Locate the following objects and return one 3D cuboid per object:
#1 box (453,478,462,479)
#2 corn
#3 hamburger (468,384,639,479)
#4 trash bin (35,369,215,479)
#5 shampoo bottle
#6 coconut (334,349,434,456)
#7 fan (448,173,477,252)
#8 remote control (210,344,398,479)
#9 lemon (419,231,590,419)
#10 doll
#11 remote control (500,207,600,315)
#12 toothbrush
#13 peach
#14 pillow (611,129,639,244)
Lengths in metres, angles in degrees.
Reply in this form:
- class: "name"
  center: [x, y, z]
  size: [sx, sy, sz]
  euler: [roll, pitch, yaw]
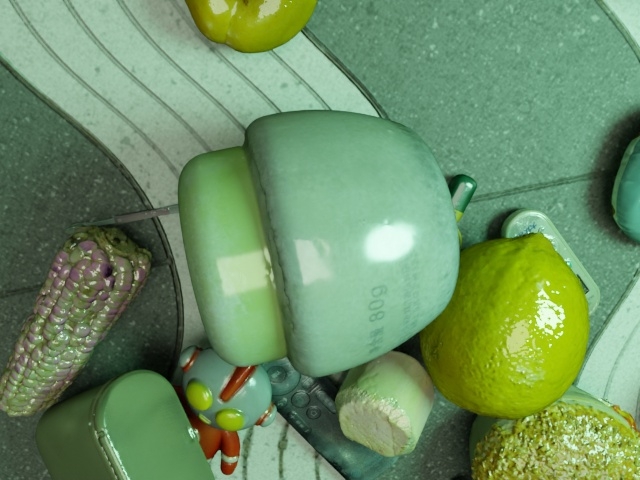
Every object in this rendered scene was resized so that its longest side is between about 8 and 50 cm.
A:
- class: "box"
  center: [0.252, 0.541, 0.890]
  size: [0.092, 0.124, 0.172]
  euler: [33, 103, -21]
- class: "corn"
  center: [-0.376, 0.127, 0.735]
  size: [0.126, 0.127, 0.335]
  euler: [32, 103, -11]
- class: "hamburger"
  center: [0.391, 0.374, 0.815]
  size: [0.294, 0.179, 0.276]
  euler: [-2, 103, -2]
- class: "trash bin"
  center: [-0.300, 0.327, 0.730]
  size: [0.247, 0.121, 0.243]
  euler: [-24, 91, 36]
- class: "shampoo bottle"
  center: [0.000, 0.000, 0.618]
  size: [0.317, 0.322, 0.323]
  euler: [-11, 106, -6]
- class: "coconut"
  center: [0.106, 0.246, 0.784]
  size: [0.147, 0.153, 0.147]
  euler: [14, 124, 21]
- class: "fan"
  center: [0.194, -0.030, 0.767]
  size: [0.082, 0.039, 0.155]
  euler: [25, 101, -9]
- class: "remote control"
  center: [-0.020, 0.273, 0.836]
  size: [0.107, 0.044, 0.377]
  euler: [-40, 104, 4]
- class: "lemon"
  center: [0.259, 0.128, 0.715]
  size: [0.235, 0.236, 0.263]
  euler: [-14, 101, 1]
- class: "doll"
  center: [-0.176, 0.269, 0.770]
  size: [0.199, 0.105, 0.336]
  euler: [40, 115, -2]
- class: "remote control"
  center: [0.369, 0.040, 0.795]
  size: [0.078, 0.042, 0.221]
  euler: [-40, 105, 7]
- class: "toothbrush"
  center: [-0.292, -0.034, 0.750]
  size: [0.194, 0.017, 0.014]
  euler: [-12, 111, -3]
- class: "peach"
  center: [-0.092, -0.331, 0.636]
  size: [0.179, 0.103, 0.179]
  euler: [-1, 102, -3]
- class: "pillow"
  center: [0.553, -0.095, 0.748]
  size: [0.214, 0.086, 0.234]
  euler: [1, 107, -9]
